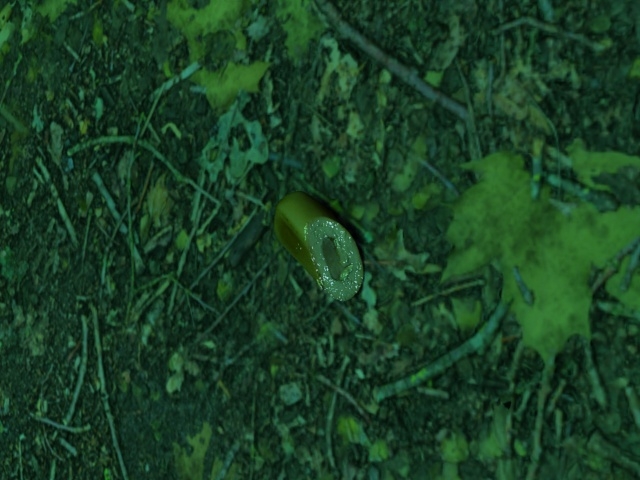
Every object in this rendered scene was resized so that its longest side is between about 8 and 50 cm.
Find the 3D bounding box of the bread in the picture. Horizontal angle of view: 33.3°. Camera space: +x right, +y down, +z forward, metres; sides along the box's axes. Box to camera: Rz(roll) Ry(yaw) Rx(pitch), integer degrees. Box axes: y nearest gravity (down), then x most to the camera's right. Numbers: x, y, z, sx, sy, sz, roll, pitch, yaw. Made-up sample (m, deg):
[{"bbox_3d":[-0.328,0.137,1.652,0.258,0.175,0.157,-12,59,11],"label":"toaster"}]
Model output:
[{"bbox_3d":[0.001,0.000,0.985,0.103,0.049,0.062,46,146,32],"label":"bread"}]
